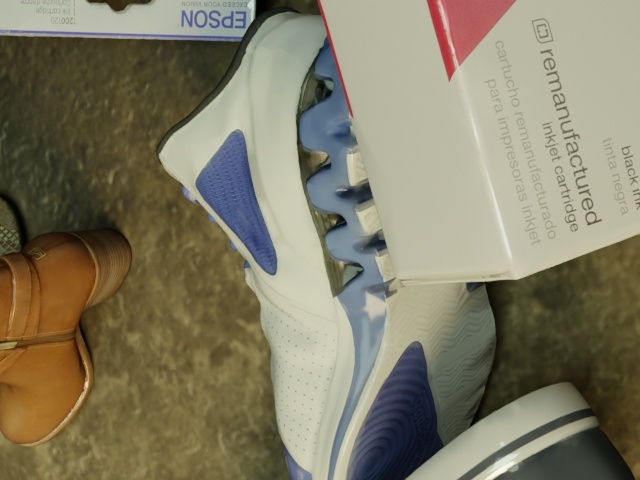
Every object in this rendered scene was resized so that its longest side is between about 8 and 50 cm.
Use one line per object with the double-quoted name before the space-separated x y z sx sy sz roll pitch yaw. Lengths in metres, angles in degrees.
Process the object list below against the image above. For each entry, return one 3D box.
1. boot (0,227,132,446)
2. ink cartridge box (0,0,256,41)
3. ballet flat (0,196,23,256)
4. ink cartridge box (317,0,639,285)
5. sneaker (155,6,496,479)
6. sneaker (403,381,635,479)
"boot" -0.219 0.078 0.696 0.073 0.152 0.197 31 111 17
"ink cartridge box" -0.121 -0.234 0.652 0.206 0.045 0.208 7 102 24
"ballet flat" -0.271 0.066 0.766 0.073 0.067 0.206 15 105 23
"ink cartridge box" 0.132 -0.095 0.450 0.100 0.237 0.172 -9 98 66
"sneaker" 0.000 -0.001 0.607 0.182 0.127 0.315 28 128 43
"sneaker" 0.056 0.216 0.578 0.321 0.126 0.127 -49 61 38
